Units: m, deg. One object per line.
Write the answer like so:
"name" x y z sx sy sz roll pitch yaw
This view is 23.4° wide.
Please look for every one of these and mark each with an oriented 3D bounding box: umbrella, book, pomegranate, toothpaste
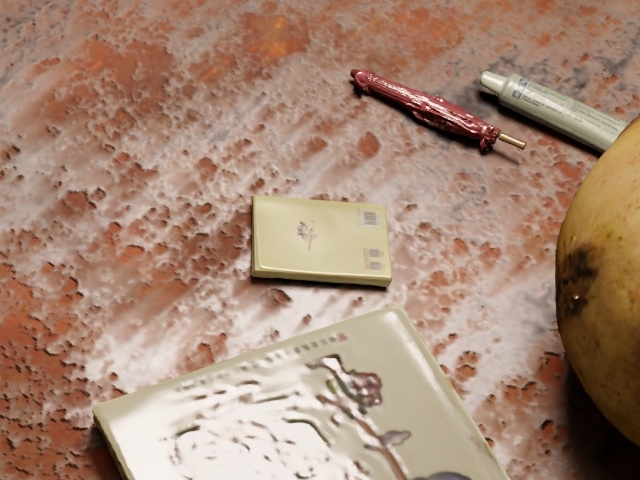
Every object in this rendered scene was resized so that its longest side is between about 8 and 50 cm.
"umbrella" 0.100 -0.111 1.331 0.165 0.025 0.027 25 71 11
"book" 0.000 0.000 1.231 0.111 0.014 0.077 5 51 -9
"pomegranate" 0.324 0.025 1.121 0.322 0.322 0.322 6 52 -8
"book" 0.031 0.223 1.052 0.260 0.043 0.371 -17 58 -24
"toothpaste" 0.230 -0.102 1.351 0.197 0.029 0.048 25 55 4
